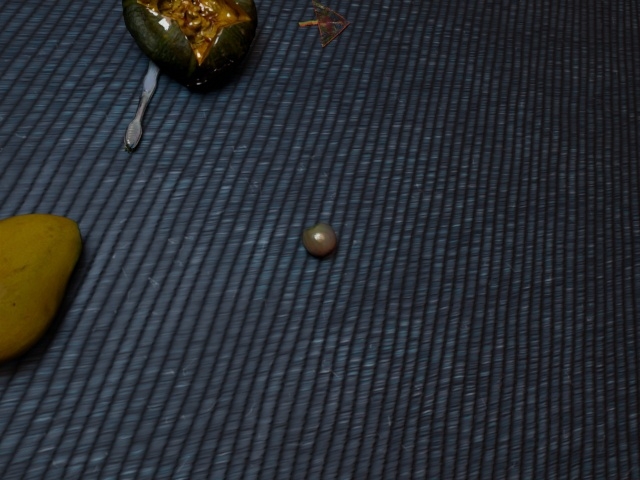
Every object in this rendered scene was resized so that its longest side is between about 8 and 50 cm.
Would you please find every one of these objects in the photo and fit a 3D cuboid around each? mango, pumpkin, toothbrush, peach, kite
[{"bbox_3d":[-0.578,0.078,0.865,0.211,0.173,0.317,24,58,-4],"label":"mango"},{"bbox_3d":[-0.309,-0.547,1.137,0.320,0.192,0.320,-4,102,-22],"label":"pumpkin"},{"bbox_3d":[-0.425,-0.397,1.171,0.035,0.042,0.413,19,62,-25],"label":"toothbrush"},{"bbox_3d":[-0.002,0.000,1.093,0.083,0.083,0.083,5,67,-12],"label":"peach"},{"bbox_3d":[0.012,-0.650,1.402,0.159,0.010,0.190,-4,68,-14],"label":"kite"}]
